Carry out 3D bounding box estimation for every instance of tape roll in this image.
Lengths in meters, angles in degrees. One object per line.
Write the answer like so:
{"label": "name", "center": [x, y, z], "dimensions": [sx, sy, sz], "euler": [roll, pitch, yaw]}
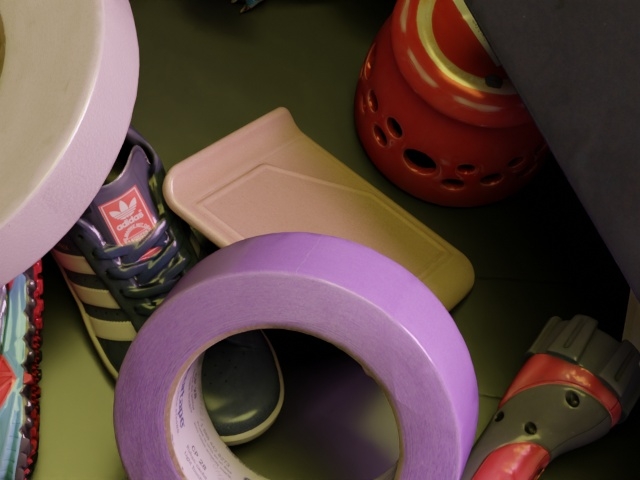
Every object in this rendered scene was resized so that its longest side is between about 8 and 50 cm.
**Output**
{"label": "tape roll", "center": [-0.336, -0.120, 1.581], "dimensions": [0.392, 0.072, 0.392], "euler": [-8, 65, 19]}
{"label": "tape roll", "center": [-0.019, 0.136, 1.500], "dimensions": [0.275, 0.274, 0.090], "euler": [26, 25, 4]}

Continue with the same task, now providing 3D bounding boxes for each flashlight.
{"label": "flashlight", "center": [0.158, 0.203, 1.584], "dimensions": [0.103, 0.103, 0.304], "euler": [34, 65, 4]}

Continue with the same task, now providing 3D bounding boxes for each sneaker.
{"label": "sneaker", "center": [-0.152, 0.013, 1.597], "dimensions": [0.131, 0.148, 0.350], "euler": [-34, 75, -20]}
{"label": "sneaker", "center": [-0.292, 0.073, 1.577], "dimensions": [0.125, 0.104, 0.261], "euler": [1, 67, -5]}

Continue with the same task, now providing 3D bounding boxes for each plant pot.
{"label": "plant pot", "center": [0.131, -0.147, 1.693], "dimensions": [0.191, 0.174, 0.191], "euler": [2, 67, -5]}

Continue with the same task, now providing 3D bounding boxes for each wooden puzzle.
{"label": "wooden puzzle", "center": [0.000, 0.000, 1.635], "dimensions": [0.239, 0.044, 0.221], "euler": [42, 33, 8]}

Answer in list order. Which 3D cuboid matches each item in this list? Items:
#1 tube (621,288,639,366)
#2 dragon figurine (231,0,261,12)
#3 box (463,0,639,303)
{"label": "tube", "center": [0.381, 0.106, 1.681], "dimensions": [0.240, 0.070, 0.062], "euler": [15, 106, 3]}
{"label": "dragon figurine", "center": [-0.082, -0.283, 1.736], "dimensions": [0.289, 0.144, 0.085], "euler": [16, 66, -1]}
{"label": "box", "center": [0.450, -0.097, 1.544], "dimensions": [0.472, 0.297, 0.480], "euler": [-6, 62, -48]}
